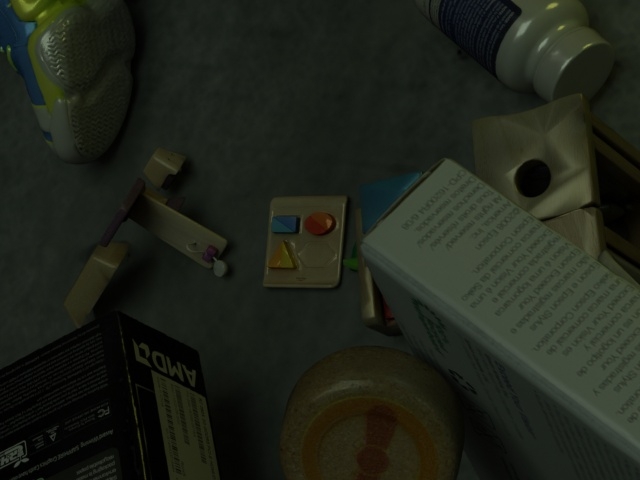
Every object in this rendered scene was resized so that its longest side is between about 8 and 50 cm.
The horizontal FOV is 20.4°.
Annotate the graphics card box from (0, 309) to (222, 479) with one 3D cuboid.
[{"bbox_3d":[-0.153,0.252,1.010,0.232,0.094,0.371,-29,57,22],"label":"graphics card box"}]

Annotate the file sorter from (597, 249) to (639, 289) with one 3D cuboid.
[{"bbox_3d":[0.297,-0.022,0.849,0.278,0.193,0.173,-50,55,9],"label":"file sorter"}]

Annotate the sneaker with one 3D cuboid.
[{"bbox_3d":[-0.203,-0.172,1.227,0.126,0.091,0.240,0,97,31],"label":"sneaker"}]

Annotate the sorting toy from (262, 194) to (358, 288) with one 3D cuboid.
[{"bbox_3d":[0.000,0.000,1.126,0.083,0.012,0.062,0,76,31],"label":"sorting toy"}]

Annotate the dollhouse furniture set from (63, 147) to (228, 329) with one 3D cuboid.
[{"bbox_3d":[-0.109,0.015,1.191,0.081,0.091,0.114,31,123,-6],"label":"dollhouse furniture set"}]

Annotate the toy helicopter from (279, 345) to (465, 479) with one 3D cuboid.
[{"bbox_3d":[0.056,0.213,0.842,0.235,0.140,0.355,-17,109,17],"label":"toy helicopter"}]

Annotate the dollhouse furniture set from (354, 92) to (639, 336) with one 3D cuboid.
[{"bbox_3d":[0.091,0.017,0.997,0.183,0.129,0.129,-13,70,27],"label":"dollhouse furniture set"}]

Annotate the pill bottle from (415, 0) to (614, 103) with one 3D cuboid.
[{"bbox_3d":[0.117,-0.130,1.060,0.067,0.067,0.120,-51,57,9],"label":"pill bottle"}]

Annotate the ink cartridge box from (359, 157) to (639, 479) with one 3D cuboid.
[{"bbox_3d":[0.185,0.144,0.791,0.071,0.324,0.330,-45,57,-12],"label":"ink cartridge box"}]
